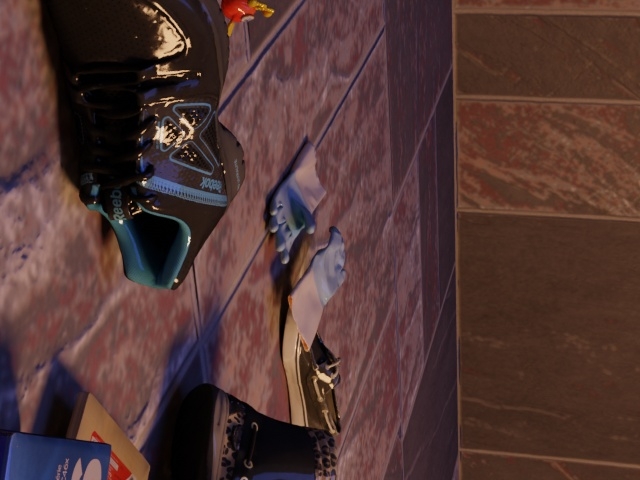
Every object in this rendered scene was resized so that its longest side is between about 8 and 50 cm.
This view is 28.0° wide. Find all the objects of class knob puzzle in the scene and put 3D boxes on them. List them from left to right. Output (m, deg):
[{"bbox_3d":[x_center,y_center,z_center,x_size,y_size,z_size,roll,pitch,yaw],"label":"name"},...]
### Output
[{"bbox_3d":[-0.197,0.244,1.044,0.213,0.030,0.213,4,90,-77],"label":"knob puzzle"}]

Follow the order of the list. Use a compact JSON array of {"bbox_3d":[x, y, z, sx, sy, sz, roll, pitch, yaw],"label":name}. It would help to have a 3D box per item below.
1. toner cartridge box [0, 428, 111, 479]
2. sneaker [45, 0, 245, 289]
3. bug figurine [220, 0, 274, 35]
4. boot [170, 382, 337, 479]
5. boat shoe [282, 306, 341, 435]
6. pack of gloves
[{"bbox_3d":[-0.224,0.300,0.850,0.165,0.075,0.347,37,58,-71],"label":"toner cartridge box"},{"bbox_3d":[-0.137,-0.095,1.010,0.341,0.125,0.139,72,30,-51],"label":"sneaker"},{"bbox_3d":[-0.104,-0.305,1.198,0.279,0.072,0.216,-18,110,-75],"label":"bug figurine"},{"bbox_3d":[-0.068,0.276,1.291,0.179,0.085,0.236,23,62,-36],"label":"boot"},{"bbox_3d":[-0.006,0.172,1.723,0.078,0.070,0.219,-68,157,-53],"label":"boat shoe"},{"bbox_3d":[0.000,0.000,1.671,0.232,0.046,0.195,-62,138,-59],"label":"pack of gloves"}]
